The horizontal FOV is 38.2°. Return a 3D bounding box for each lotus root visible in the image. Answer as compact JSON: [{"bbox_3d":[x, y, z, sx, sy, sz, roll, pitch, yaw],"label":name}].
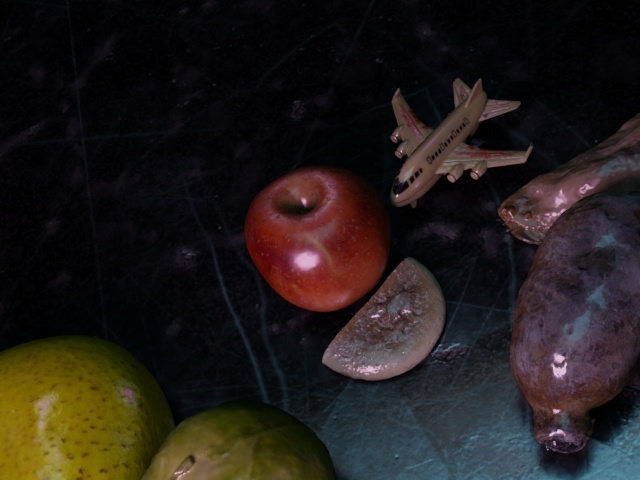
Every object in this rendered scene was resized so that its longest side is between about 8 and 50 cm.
[{"bbox_3d":[0.320,0.079,1.098,0.175,0.175,0.349,18,66,26],"label":"lotus root"}]

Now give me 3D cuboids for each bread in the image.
[{"bbox_3d":[0.100,0.114,1.219,0.112,0.036,0.193,34,73,30],"label":"bread"}]

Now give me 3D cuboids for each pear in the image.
[{"bbox_3d":[-0.336,0.303,1.113,0.342,0.238,0.318,-32,46,-5],"label":"pear"}]

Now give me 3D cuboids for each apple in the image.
[{"bbox_3d":[0.000,0.000,1.254,0.201,0.162,0.201,-12,44,12],"label":"apple"}]

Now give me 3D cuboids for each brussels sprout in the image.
[{"bbox_3d":[-0.095,0.298,1.051,0.244,0.244,0.244,-8,56,12],"label":"brussels sprout"}]

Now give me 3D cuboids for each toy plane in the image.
[{"bbox_3d":[0.176,-0.133,1.322,0.229,0.092,0.244,28,71,28],"label":"toy plane"}]

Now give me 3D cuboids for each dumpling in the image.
[{"bbox_3d":[0.405,-0.091,1.231,0.332,0.086,0.166,-36,52,-3],"label":"dumpling"}]
